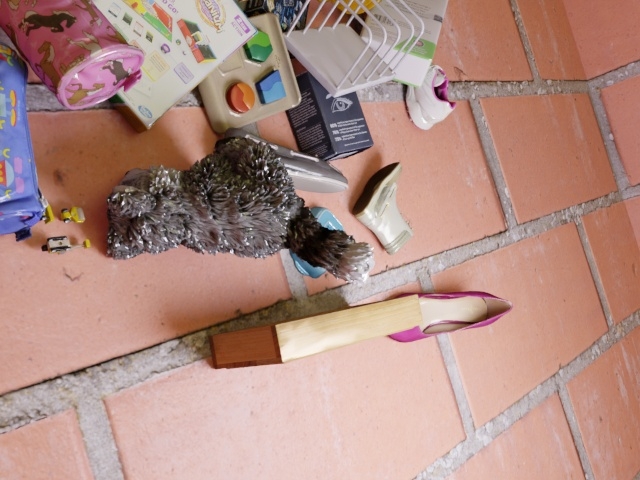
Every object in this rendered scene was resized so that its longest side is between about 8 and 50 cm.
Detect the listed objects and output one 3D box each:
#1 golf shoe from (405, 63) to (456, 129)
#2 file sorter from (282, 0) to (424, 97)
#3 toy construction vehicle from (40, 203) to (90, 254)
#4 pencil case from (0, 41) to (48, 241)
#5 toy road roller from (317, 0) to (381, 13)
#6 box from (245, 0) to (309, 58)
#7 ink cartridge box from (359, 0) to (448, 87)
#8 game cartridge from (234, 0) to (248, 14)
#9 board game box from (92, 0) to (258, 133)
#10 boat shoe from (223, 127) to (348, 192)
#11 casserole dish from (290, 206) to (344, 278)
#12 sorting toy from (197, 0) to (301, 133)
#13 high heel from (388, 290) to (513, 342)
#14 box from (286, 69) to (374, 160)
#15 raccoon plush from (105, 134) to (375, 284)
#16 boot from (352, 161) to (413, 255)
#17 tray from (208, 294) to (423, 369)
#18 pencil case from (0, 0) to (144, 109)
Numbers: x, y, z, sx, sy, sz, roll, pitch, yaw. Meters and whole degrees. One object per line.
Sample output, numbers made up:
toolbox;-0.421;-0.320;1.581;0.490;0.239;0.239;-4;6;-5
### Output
golf shoe;0.296;-0.477;1.902;0.115;0.140;0.306;-17;88;-45
file sorter;0.086;-0.479;1.542;0.193;0.173;0.278;48;39;9
toy construction vehicle;-0.440;-0.018;1.114;0.098;0.035;0.085;-10;74;-48
pencil case;-0.503;-0.154;1.026;0.133;0.119;0.305;-8;82;-19
toy road roller;0.052;-0.736;1.678;0.329;0.203;0.240;59;38;-13
box;-0.093;-0.567;1.574;0.175;0.051;0.220;42;49;-53
ink cartridge box;0.219;-0.571;1.810;0.199;0.114;0.272;18;59;1
game cartridge;-0.288;-0.568;1.420;0.297;0.062;0.198;-7;87;-45
board game box;-0.307;-0.397;1.270;0.316;0.064;0.242;-48;112;-22
boat shoe;-0.068;-0.173;1.468;0.335;0.112;0.095;8;77;-39
casserole dish;0.000;0.000;1.532;0.114;0.037;0.188;48;48;-24
sorting toy;-0.170;-0.403;1.409;0.229;0.041;0.307;-28;110;-31
high heel;0.317;0.176;1.681;0.377;0.181;0.127;-5;81;-45
box;0.015;-0.296;1.589;0.153;0.108;0.207;-19;90;-47
raccoon plush;-0.160;-0.028;1.151;0.299;0.447;0.216;-32;133;-44
boot;0.183;-0.084;1.709;0.165;0.077;0.213;49;54;-21
tray;0.004;0.184;1.356;0.411;0.203;0.076;-5;82;-45
pencil case;-0.449;-0.391;1.066;0.167;0.160;0.386;-35;85;-21
